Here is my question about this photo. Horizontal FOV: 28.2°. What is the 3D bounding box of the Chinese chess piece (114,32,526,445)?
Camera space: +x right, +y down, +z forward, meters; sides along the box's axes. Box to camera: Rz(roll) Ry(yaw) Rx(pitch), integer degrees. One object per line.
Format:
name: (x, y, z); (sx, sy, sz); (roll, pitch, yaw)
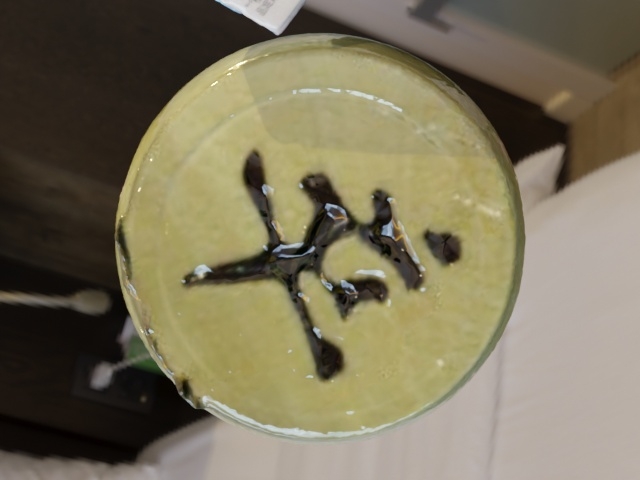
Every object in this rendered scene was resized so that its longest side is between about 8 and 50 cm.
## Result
Chinese chess piece: (0.000, 0.000, 0.587); (0.083, 0.188, 0.188); (-67, -1, -84)

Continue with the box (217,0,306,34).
box: (0.011, -0.197, 0.491); (0.194, 0.073, 0.139); (-47, 25, 36)
